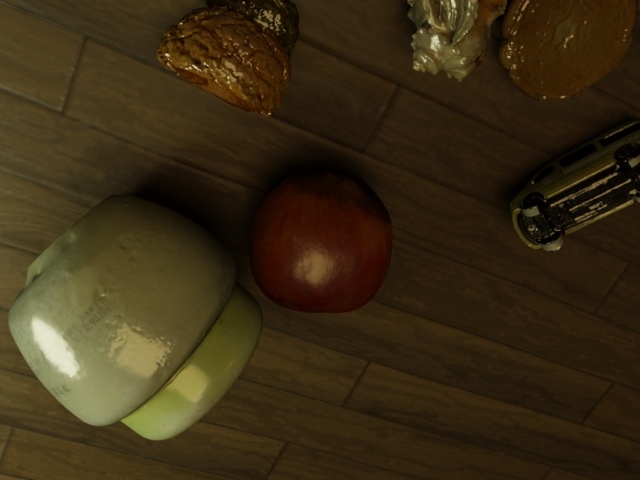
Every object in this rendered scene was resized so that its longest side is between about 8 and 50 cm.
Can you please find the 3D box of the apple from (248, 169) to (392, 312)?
[{"bbox_3d":[0.000,0.000,1.155,0.229,0.230,0.230,-4,120,-6],"label":"apple"}]

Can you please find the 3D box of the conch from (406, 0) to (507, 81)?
[{"bbox_3d":[0.203,-0.331,1.022,0.163,0.178,0.245,45,82,-17],"label":"conch"}]

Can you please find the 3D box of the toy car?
[{"bbox_3d":[0.425,-0.091,1.214,0.256,0.124,0.101,-28,120,18],"label":"toy car"}]

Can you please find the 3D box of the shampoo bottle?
[{"bbox_3d":[-0.270,0.107,1.106,0.317,0.322,0.322,40,107,-17],"label":"shampoo bottle"}]

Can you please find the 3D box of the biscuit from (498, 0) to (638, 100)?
[{"bbox_3d":[0.361,-0.307,1.110,0.225,0.042,0.226,-10,128,-13],"label":"biscuit"}]

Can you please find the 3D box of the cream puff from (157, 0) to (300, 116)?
[{"bbox_3d":[-0.108,-0.278,1.020,0.183,0.183,0.169,27,91,-21],"label":"cream puff"}]
